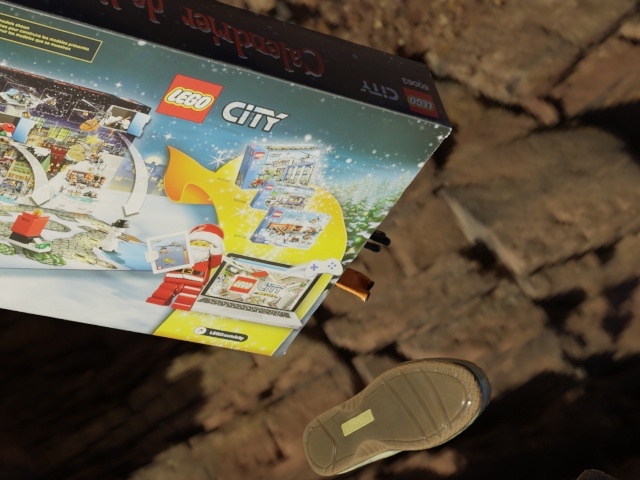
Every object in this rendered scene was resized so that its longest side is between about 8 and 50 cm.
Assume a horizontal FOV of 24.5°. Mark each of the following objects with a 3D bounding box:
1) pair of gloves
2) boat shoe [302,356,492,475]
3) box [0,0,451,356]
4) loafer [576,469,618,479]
[{"bbox_3d":[0.000,0.000,0.824,0.074,0.083,0.010,26,124,-1],"label":"pair of gloves"},{"bbox_3d":[0.070,0.134,1.159,0.072,0.068,0.190,-3,164,-45],"label":"boat shoe"},{"bbox_3d":[-0.084,-0.032,0.623,0.233,0.044,0.159,13,131,-29],"label":"box"},{"bbox_3d":[0.308,0.304,1.221,0.095,0.302,0.109,-43,136,-15],"label":"loafer"}]
